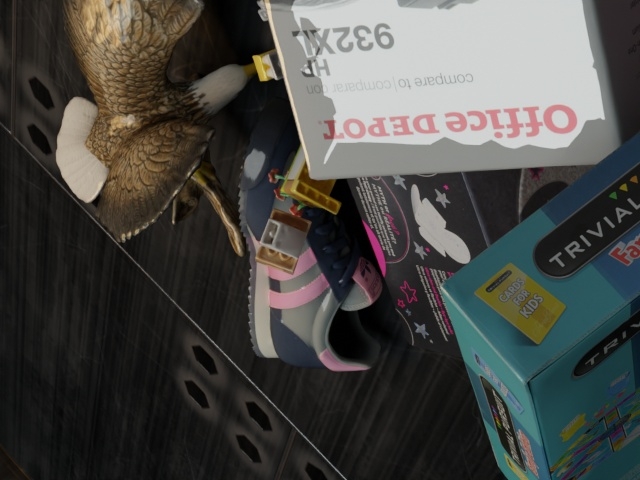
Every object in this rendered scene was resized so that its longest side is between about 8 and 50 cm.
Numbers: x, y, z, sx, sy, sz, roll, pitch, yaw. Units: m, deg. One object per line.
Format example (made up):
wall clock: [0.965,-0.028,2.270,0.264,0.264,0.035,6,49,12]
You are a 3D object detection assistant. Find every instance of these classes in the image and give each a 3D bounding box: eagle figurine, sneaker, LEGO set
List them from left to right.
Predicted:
eagle figurine: [-0.154,-0.119,1.599,0.226,0.225,0.298,32,-179,13]
LEGO set: [-0.030,-0.118,1.519,0.107,0.132,0.287,4,104,62]
sneaker: [0.000,0.000,1.673,0.131,0.112,0.319,14,137,19]

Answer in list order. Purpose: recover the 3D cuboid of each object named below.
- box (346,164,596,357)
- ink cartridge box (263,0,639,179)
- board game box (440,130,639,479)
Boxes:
box: [0.129,-0.050,1.315,0.142,0.163,0.247,13,132,48]
ink cartridge box: [0.075,-0.201,1.038,0.223,0.129,0.308,-2,114,33]
board game box: [0.215,0.041,1.082,0.079,0.253,0.336,49,173,26]
